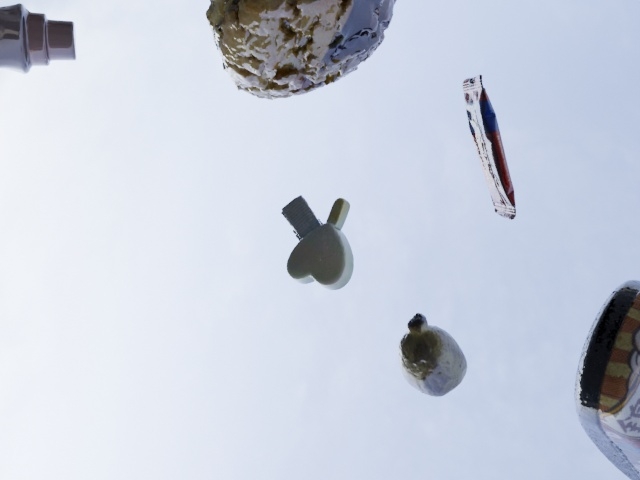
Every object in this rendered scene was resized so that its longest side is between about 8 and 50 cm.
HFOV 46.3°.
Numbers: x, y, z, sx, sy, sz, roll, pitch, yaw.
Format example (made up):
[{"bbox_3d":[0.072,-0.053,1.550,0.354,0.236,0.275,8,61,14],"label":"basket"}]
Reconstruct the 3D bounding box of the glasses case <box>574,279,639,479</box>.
[{"bbox_3d":[0.291,0.140,0.652,0.082,0.321,0.122,19,-105,40],"label":"glasses case"}]

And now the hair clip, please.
[{"bbox_3d":[0.001,-0.003,1.322,0.159,0.071,0.218,-43,-136,11],"label":"hair clip"}]

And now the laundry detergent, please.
[{"bbox_3d":[-0.370,-0.207,0.755,0.171,0.237,0.076,-138,-133,-68],"label":"laundry detergent"}]

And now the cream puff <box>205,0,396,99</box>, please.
[{"bbox_3d":[-0.011,-0.144,0.451,0.104,0.119,0.133,36,-81,14],"label":"cream puff"}]

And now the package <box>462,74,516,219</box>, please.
[{"bbox_3d":[0.233,-0.129,1.036,0.022,0.200,0.083,-17,-171,-6],"label":"package"}]

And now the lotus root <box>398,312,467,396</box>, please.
[{"bbox_3d":[0.229,0.244,1.586,0.138,0.214,0.138,-22,-147,15],"label":"lotus root"}]
